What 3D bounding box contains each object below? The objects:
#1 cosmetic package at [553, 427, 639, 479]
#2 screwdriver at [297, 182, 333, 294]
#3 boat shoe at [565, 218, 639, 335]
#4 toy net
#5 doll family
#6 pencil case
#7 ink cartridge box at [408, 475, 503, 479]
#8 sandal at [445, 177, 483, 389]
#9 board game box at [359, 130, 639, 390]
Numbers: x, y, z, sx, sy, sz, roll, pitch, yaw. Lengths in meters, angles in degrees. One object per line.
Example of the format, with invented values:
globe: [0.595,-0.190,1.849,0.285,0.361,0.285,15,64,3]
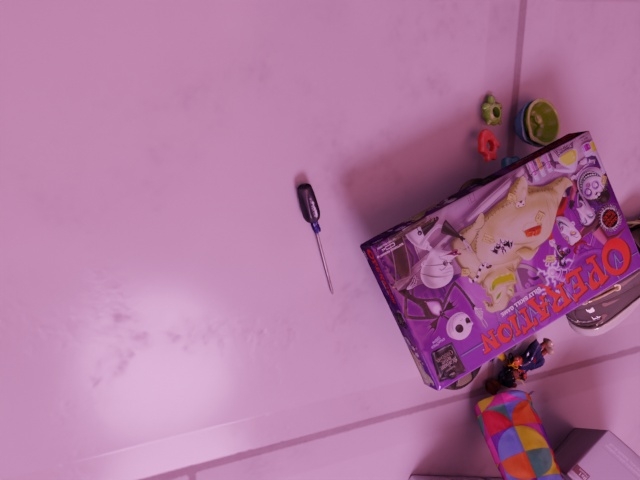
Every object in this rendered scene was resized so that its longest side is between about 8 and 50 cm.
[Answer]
cosmetic package: [0.462,0.386,1.079,0.107,0.238,0.127,-45,75,-7]
screwdriver: [0.000,0.000,0.868,0.025,0.024,0.169,-47,131,-38]
boat shoe: [0.514,0.025,1.063,0.305,0.109,0.091,-42,124,-3]
toy net: [0.275,-0.086,0.911,0.122,0.045,0.232,6,83,-32]
doll family: [0.304,0.180,1.038,0.111,0.076,0.192,-38,122,-15]
pencil case: [0.317,0.343,0.999,0.105,0.236,0.104,-7,139,-6]
ink cartridge box: [0.275,0.524,1.065,0.270,0.198,0.197,12,101,-27]
sandal: [0.190,0.055,0.925,0.120,0.086,0.302,19,82,-35]
board game box: [0.245,0.020,0.858,0.347,0.056,0.208,-28,102,-14]
